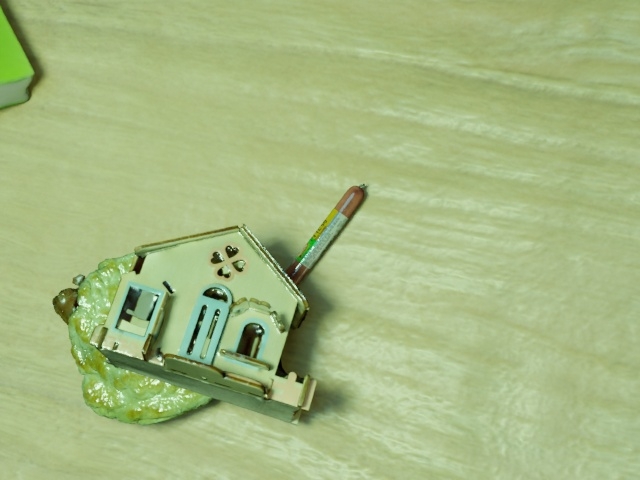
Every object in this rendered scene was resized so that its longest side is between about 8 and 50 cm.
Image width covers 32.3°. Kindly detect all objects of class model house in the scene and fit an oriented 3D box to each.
[{"bbox_3d":[-0.143,0.103,1.628,0.326,0.169,0.244,18,66,0],"label":"model house"}]

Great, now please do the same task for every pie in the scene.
[{"bbox_3d":[-0.270,0.147,1.725,0.257,0.105,0.274,-21,76,1],"label":"pie"}]

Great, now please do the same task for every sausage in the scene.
[{"bbox_3d":[0.000,0.000,1.715,0.029,0.029,0.223,38,91,18],"label":"sausage"}]

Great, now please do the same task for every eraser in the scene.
[{"bbox_3d":[-0.632,-0.342,1.867,0.210,0.092,0.274,-22,73,-31],"label":"eraser"}]
